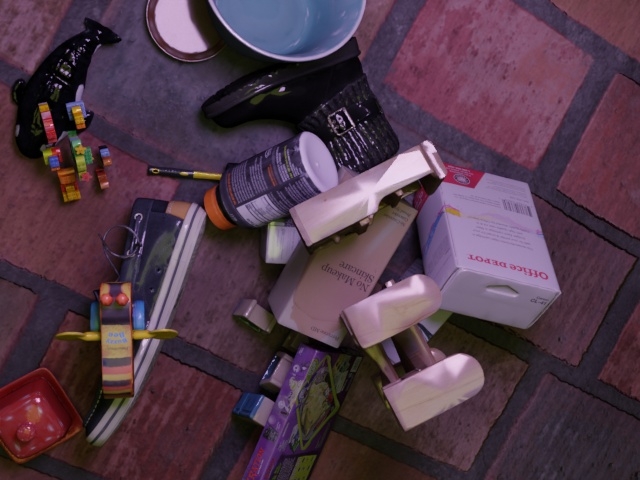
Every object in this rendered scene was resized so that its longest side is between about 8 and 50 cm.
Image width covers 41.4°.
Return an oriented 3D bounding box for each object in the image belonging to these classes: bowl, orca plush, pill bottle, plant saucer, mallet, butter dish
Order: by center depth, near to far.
[{"bbox_3d":[-0.089,-0.455,1.568,0.312,0.163,0.311,3,81,-23],"label":"bowl"},{"bbox_3d":[-0.474,-0.277,1.568,0.287,0.102,0.151,-45,106,-2],"label":"orca plush"},{"bbox_3d":[-0.100,-0.101,1.597,0.246,0.130,0.130,-22,106,26],"label":"pill bottle"},{"bbox_3d":[-0.250,-0.429,1.630,0.169,0.029,0.168,-2,100,-11],"label":"plant saucer"},{"bbox_3d":[-0.567,0.356,1.649,0.160,0.118,0.160,-29,104,-7],"label":"butter dish"},{"bbox_3d":[-0.246,-0.121,1.685,0.190,0.039,0.062,-2,102,-8],"label":"mallet"}]

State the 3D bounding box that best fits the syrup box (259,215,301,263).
[{"bbox_3d":[0.000,0.000,1.727,0.237,0.093,0.096,3,99,-13],"label":"syrup box"}]

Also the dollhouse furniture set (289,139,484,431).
[{"bbox_3d":[0.152,0.076,1.420,0.257,0.362,0.394,-27,84,-2],"label":"dollhouse furniture set"}]

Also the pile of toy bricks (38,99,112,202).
[{"bbox_3d":[-0.443,-0.149,1.554,0.118,0.105,0.212,-15,131,-16],"label":"pile of toy bricks"}]

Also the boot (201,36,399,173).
[{"bbox_3d":[-0.032,-0.222,1.663,0.348,0.131,0.260,-22,107,-5],"label":"boot"}]

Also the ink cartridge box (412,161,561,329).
[{"bbox_3d":[0.320,0.004,1.688,0.226,0.306,0.131,14,135,-15],"label":"ink cartridge box"}]

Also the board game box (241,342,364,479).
[{"bbox_3d":[-0.040,0.379,1.744,0.056,0.208,0.346,26,94,27],"label":"board game box"}]

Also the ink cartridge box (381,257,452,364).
[{"bbox_3d":[0.187,0.150,1.765,0.087,0.153,0.208,41,88,-15],"label":"ink cartridge box"}]

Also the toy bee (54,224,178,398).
[{"bbox_3d":[-0.363,0.134,1.462,0.195,0.162,0.298,-22,94,-9],"label":"toy bee"}]

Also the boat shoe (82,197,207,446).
[{"bbox_3d":[-0.367,0.148,1.632,0.156,0.187,0.500,20,91,-5],"label":"boat shoe"}]

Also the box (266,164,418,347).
[{"bbox_3d":[0.037,0.032,1.623,0.148,0.121,0.311,24,102,-20],"label":"box"}]

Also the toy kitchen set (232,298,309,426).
[{"bbox_3d":[-0.146,0.249,1.746,0.166,0.122,0.207,35,70,-16],"label":"toy kitchen set"}]
